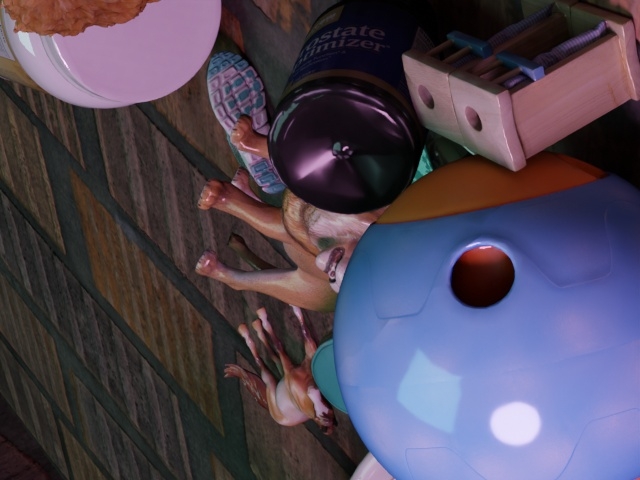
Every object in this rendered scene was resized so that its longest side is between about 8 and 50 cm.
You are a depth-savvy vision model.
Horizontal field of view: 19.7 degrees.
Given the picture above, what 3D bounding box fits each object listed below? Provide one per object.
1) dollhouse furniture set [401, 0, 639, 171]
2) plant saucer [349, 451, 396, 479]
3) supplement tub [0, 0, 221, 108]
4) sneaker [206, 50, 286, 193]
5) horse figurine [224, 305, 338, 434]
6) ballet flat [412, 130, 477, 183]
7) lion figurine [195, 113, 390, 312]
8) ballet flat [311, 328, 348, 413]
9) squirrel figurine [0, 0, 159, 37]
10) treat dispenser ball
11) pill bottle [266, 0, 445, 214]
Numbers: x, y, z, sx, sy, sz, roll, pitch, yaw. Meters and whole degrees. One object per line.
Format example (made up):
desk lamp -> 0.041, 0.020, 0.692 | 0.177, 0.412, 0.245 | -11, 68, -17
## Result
dollhouse furniture set -> 0.135, -0.175, 1.347 | 0.129, 0.129, 0.184 | 31, 145, 52
plant saucer -> 0.182, 0.365, 1.848 | 0.400, 0.100, 0.400 | 8, 101, 45
supplement tub -> -0.261, -0.266, 1.998 | 0.316, 0.228, 0.228 | 22, 137, 58
sneaker -> -0.087, -0.129, 2.014 | 0.076, 0.065, 0.166 | 16, 130, 67
horse figurine -> -0.041, 0.169, 2.281 | 0.174, 0.066, 0.263 | 65, 157, 6
ballet flat -> 0.141, -0.024, 1.603 | 0.247, 0.083, 0.087 | 58, 145, 3
lion figurine -> 0.000, 0.000, 1.892 | 0.240, 0.142, 0.392 | 26, 169, 4
ballet flat -> 0.095, 0.095, 1.790 | 0.116, 0.124, 0.342 | 53, 159, 2
squirrel figurine -> -0.222, -0.388, 1.617 | 0.370, 0.281, 0.397 | -110, 15, -56
treat dispenser ball -> 0.153, 0.073, 1.402 | 0.288, 0.288, 0.288 | 48, 156, 30
pill bottle -> 0.036, -0.126, 1.512 | 0.219, 0.123, 0.123 | -72, -29, -54
